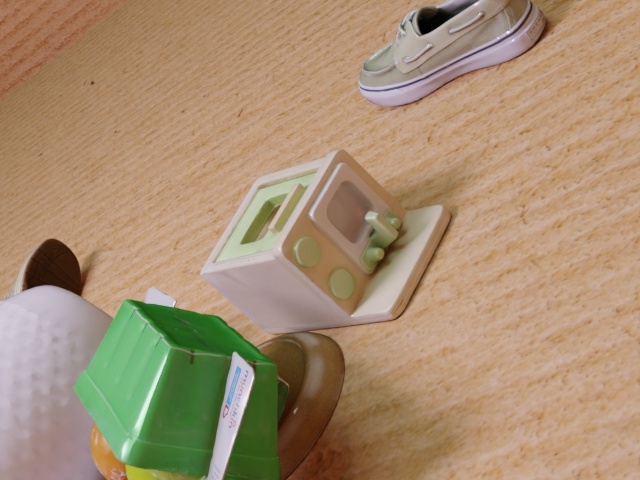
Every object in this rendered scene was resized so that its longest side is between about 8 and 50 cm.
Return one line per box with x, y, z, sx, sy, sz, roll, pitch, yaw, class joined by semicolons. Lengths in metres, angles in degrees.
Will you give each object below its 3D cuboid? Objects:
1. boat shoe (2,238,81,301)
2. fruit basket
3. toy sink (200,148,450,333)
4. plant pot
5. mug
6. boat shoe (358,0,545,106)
-0.470;0.121;1.968;0.098;0.109;0.302;-29;35;31;boat shoe
-0.149;0.248;1.185;0.327;0.165;0.353;-155;72;-66;fruit basket
0.000;0.000;1.354;0.234;0.131;0.153;-11;43;52;toy sink
-0.073;0.186;1.310;0.236;0.032;0.236;-37;25;21;plant pot
-0.356;0.245;1.440;0.328;0.276;0.374;-56;-6;-22;mug
0.148;-0.257;1.553;0.302;0.094;0.109;-18;37;47;boat shoe
